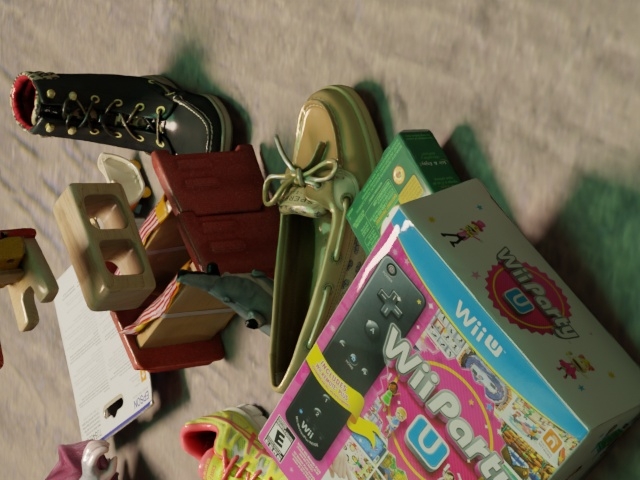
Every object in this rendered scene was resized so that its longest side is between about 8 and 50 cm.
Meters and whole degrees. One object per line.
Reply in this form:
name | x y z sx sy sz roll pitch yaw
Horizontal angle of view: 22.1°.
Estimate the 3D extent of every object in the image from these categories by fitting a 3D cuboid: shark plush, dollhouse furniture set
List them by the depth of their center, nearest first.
shark plush | -0.058 0.058 1.531 0.073 0.161 0.067 -35 37 22
dollhouse furniture set | -0.232 0.028 1.597 0.201 0.374 0.152 -49 55 45

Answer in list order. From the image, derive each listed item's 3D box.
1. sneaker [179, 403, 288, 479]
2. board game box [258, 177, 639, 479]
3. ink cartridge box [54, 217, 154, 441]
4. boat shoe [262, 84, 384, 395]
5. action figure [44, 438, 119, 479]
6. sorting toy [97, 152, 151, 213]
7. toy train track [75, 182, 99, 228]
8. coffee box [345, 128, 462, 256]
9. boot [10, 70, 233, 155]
sneaker | -0.070 0.232 1.599 0.208 0.094 0.081 34 117 51
board game box | 0.095 0.137 1.283 0.224 0.097 0.303 51 134 22
ink cartridge box | -0.240 0.116 1.915 0.223 0.045 0.224 -37 61 53
boat shoe | 0.000 0.000 1.483 0.104 0.089 0.285 -4 87 58
action figure | -0.291 0.354 1.767 0.370 0.275 0.248 -111 -4 -80
sorting toy | -0.232 -0.049 1.906 0.083 0.045 0.075 66 149 32
toy train track | -0.294 -0.040 2.028 0.083 0.014 0.048 61 138 38
coffee box | 0.094 0.012 1.367 0.184 0.040 0.113 61 139 30
boot | -0.212 -0.126 1.736 0.236 0.178 0.085 32 117 55
